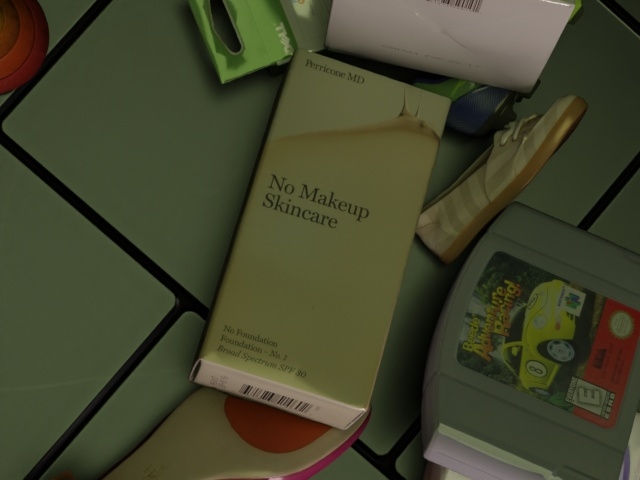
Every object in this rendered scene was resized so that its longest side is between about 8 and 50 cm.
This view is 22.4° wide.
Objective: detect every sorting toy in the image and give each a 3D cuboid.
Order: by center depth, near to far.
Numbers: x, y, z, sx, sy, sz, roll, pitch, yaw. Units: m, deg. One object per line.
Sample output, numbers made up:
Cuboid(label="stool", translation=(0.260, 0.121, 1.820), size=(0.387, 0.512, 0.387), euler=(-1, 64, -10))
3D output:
Cuboid(label="sorting toy", translation=(-0.352, -0.315, 1.481), size=(0.127, 0.126, 0.365), euler=(-18, 90, -8))

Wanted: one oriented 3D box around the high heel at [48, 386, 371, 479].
Cuboid(label="high heel", translation=(-0.126, 0.244, 1.519), size=(0.377, 0.181, 0.127), euler=(-17, 53, -22))

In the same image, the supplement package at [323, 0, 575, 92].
Cuboid(label="supplement package", translation=(0.130, -0.304, 1.434), size=(0.199, 0.198, 0.262), euler=(12, 73, -1))

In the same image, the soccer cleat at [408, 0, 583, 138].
Cuboid(label="soccer cleat", translation=(0.190, -0.237, 1.562), size=(0.121, 0.093, 0.289), euler=(32, 84, -5))

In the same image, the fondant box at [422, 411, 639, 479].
Cuboid(label="fondant box", translation=(0.259, 0.276, 1.543), size=(0.330, 0.096, 0.238), euler=(15, 85, -7))

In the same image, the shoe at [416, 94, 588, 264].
Cuboid(label="shoe", translation=(0.164, -0.064, 1.514), size=(0.058, 0.076, 0.219), euler=(43, 121, 2))

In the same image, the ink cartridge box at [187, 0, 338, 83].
Cuboid(label="ink cartridge box", translation=(-0.019, -0.227, 1.549), size=(0.209, 0.062, 0.109), euler=(-21, 88, -9))

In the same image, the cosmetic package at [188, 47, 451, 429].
Cuboid(label="cosmetic package", translation=(0.000, 0.000, 1.483), size=(0.160, 0.113, 0.309), euler=(17, 73, -5))

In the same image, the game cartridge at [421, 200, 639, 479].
Cuboid(label="game cartridge", translation=(0.203, 0.101, 1.491), size=(0.196, 0.060, 0.294), euler=(21, 53, 3))
